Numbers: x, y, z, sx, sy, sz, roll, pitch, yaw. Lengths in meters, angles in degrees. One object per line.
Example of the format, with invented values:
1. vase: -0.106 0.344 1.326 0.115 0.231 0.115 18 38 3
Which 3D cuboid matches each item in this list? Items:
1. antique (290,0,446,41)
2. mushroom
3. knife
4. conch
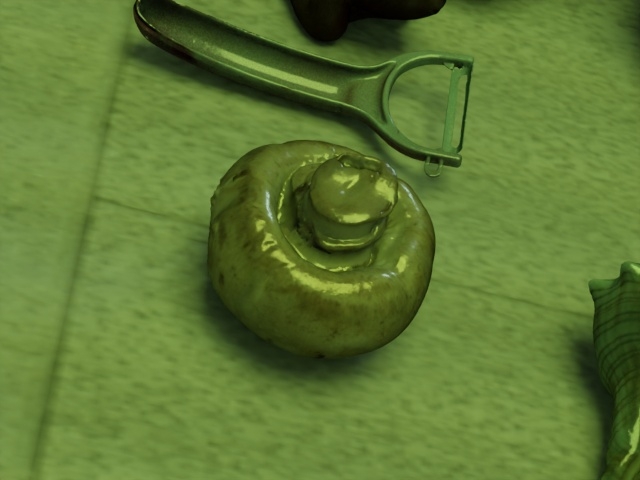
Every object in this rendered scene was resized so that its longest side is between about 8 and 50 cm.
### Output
1. antique: 0.011 -0.282 1.201 0.121 0.143 0.257 -22 66 -35
2. mushroom: 0.000 0.000 0.981 0.166 0.127 0.166 7 47 -8
3. knife: -0.018 -0.128 1.123 0.278 0.053 0.123 15 54 -8
4. conch: 0.261 0.086 1.036 0.137 0.114 0.234 6 86 -4
